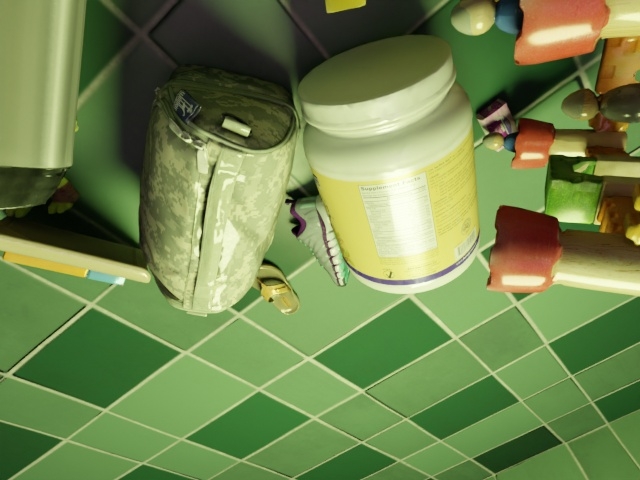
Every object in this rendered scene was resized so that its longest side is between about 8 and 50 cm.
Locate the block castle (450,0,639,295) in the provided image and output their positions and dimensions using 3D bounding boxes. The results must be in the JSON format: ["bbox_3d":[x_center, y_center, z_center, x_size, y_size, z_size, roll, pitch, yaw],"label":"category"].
[{"bbox_3d":[0.280,-0.167,0.485,0.212,0.453,0.303,8,121,24],"label":"block castle"}]

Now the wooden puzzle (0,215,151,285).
[{"bbox_3d":[-0.392,0.019,0.662,0.221,0.238,0.044,19,88,-27],"label":"wooden puzzle"}]

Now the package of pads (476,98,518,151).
[{"bbox_3d":[0.315,-0.202,0.741,0.050,0.032,0.083,-37,126,14],"label":"package of pads"}]

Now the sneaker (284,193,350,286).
[{"bbox_3d":[0.000,0.000,0.828,0.098,0.083,0.224,0,129,19],"label":"sneaker"}]

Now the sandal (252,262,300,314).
[{"bbox_3d":[-0.098,0.111,0.898,0.072,0.049,0.180,-27,128,11],"label":"sandal"}]

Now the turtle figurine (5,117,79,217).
[{"bbox_3d":[-0.471,-0.135,0.611,0.269,0.087,0.217,-14,137,-11],"label":"turtle figurine"}]

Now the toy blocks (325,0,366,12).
[{"bbox_3d":[0.061,-0.395,0.365,0.381,0.191,0.261,1,159,23],"label":"toy blocks"}]

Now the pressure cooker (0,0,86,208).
[{"bbox_3d":[-0.389,-0.253,0.328,0.369,0.375,0.421,8,99,-19],"label":"pressure cooker"}]

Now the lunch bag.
[{"bbox_3d":[-0.148,-0.075,0.609,0.212,0.256,0.305,8,125,-17],"label":"lunch bag"}]

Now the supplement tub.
[{"bbox_3d":[0.112,-0.105,0.645,0.241,0.241,0.331,-19,128,4],"label":"supplement tub"}]
